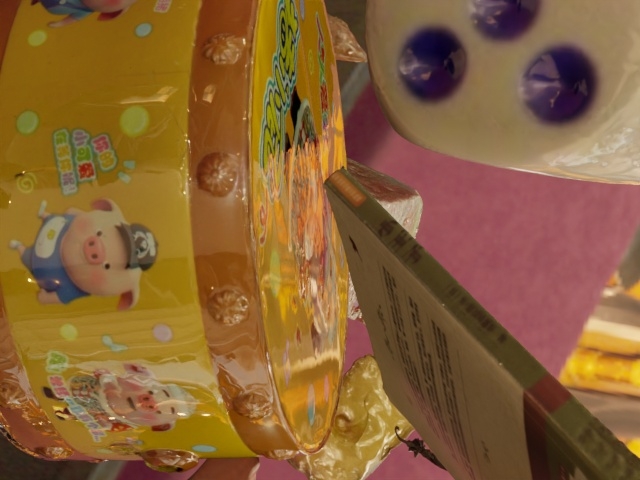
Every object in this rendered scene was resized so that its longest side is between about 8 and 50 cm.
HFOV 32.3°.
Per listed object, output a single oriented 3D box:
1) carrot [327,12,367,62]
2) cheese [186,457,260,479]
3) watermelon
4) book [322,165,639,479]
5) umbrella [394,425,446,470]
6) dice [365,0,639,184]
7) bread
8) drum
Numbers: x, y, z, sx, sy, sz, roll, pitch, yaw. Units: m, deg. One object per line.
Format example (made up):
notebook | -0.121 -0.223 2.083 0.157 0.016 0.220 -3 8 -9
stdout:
carrot | -0.046 -0.327 1.616 0.263 0.102 0.102 27 72 -1
cheese | -0.075 0.263 0.920 0.203 0.128 0.177 3 59 -26
watermelon | 0.000 0.000 1.468 0.262 0.201 0.213 24 107 -5
book | 0.092 0.104 0.592 0.026 0.289 0.201 -28 133 -11
umbrella | 0.119 0.237 1.214 0.022 0.149 0.022 -21 111 -20
dice | 0.242 -0.230 1.083 0.277 0.304 0.304 -14 114 -50
bread | 0.043 0.314 1.830 0.233 0.088 0.160 -40 91 -27
drum | -0.108 -0.034 0.882 0.431 0.214 0.431 -1 90 -80
